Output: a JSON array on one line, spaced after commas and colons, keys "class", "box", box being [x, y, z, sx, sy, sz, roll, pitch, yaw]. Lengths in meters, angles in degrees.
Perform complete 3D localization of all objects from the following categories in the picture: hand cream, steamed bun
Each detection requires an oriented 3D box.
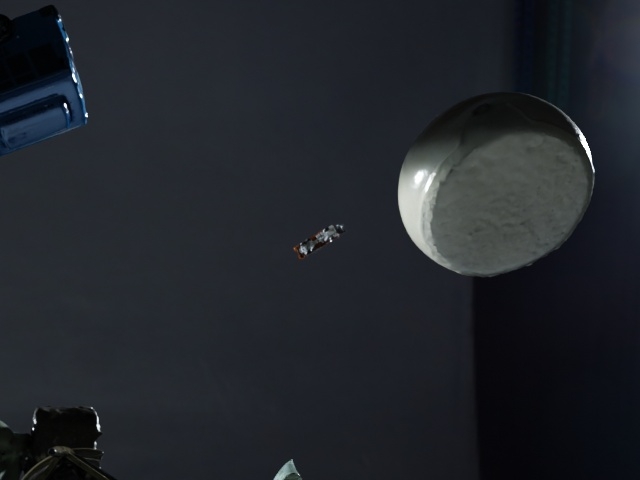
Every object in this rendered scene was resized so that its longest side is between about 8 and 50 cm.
[{"class": "hand cream", "box": [-0.077, 0.540, 2.342, 0.050, 0.078, 0.205, 37, -9, -3]}, {"class": "steamed bun", "box": [0.245, -0.093, 1.499, 0.282, 0.283, 0.177, -1, 35, -14]}]

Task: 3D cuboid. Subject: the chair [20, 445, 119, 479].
[{"class": "chair", "box": [-0.314, 0.360, 1.284, 0.166, 0.188, 0.272, 38, -13, -6]}]

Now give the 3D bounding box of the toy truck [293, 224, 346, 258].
[{"class": "toy truck", "box": [0.000, 0.000, 1.606, 0.083, 0.024, 0.032, -32, -9, 10]}]

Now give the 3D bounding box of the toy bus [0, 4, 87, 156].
[{"class": "toy bus", "box": [-0.300, -0.126, 0.909, 0.184, 0.106, 0.090, -23, -26, -14]}]

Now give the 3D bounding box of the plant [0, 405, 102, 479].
[{"class": "plant", "box": [-0.514, 0.363, 1.765, 0.274, 0.149, 0.146, -4, -12, -27]}]
